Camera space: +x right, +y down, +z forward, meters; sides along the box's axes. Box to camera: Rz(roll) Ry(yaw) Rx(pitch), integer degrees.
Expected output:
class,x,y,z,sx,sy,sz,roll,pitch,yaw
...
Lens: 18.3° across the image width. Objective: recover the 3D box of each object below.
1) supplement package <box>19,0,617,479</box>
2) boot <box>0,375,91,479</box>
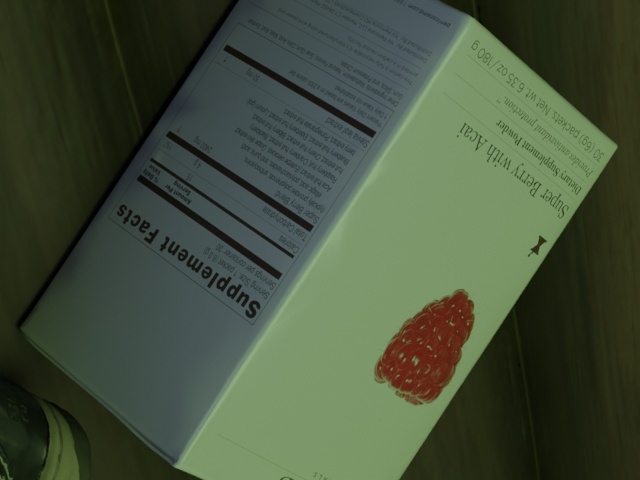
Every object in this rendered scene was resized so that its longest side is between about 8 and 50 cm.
class,x,y,z,sx,sy,sz,roll,pitch,yaw
supplement package,0.000,0.000,1.179,0.177,0.175,0.293,33,91,-47
boot,-0.314,0.187,1.040,0.377,0.138,0.284,-52,137,-10
